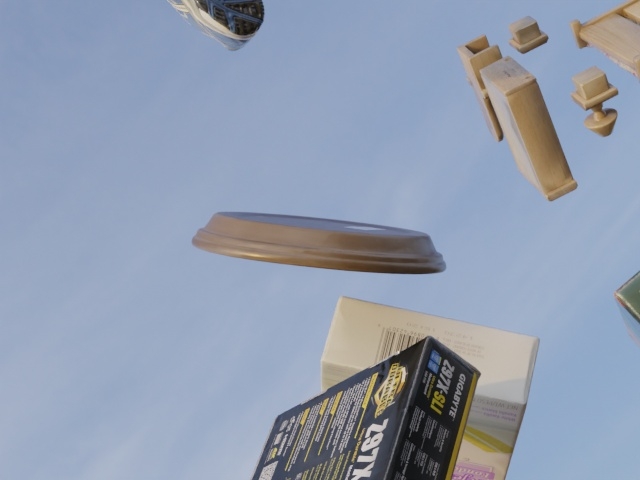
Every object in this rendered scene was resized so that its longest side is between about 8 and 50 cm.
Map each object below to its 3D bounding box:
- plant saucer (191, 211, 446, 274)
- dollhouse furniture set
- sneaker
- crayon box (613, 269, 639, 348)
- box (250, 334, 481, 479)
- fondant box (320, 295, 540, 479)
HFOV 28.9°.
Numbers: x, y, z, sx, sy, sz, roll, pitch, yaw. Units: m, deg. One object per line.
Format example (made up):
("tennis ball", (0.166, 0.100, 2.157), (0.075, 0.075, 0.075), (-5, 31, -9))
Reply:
("plant saucer", (0.000, 0.000, 1.344), (0.278, 0.278, 0.041), (4, -86, -40))
("dollhouse furniture set", (0.410, -0.226, 1.669), (0.355, 0.303, 0.174), (-27, -62, -1))
("sneaker", (-0.157, -0.294, 1.422), (0.080, 0.211, 0.081), (-43, -6, -21))
("crayon box", (0.436, 0.054, 1.374), (0.202, 0.081, 0.318), (-41, -23, 3))
("box", (0.007, 0.268, 1.154), (0.079, 0.322, 0.257), (39, -44, -19))
("fondant box", (0.126, 0.211, 1.535), (0.238, 0.096, 0.330), (12, -31, 8))
